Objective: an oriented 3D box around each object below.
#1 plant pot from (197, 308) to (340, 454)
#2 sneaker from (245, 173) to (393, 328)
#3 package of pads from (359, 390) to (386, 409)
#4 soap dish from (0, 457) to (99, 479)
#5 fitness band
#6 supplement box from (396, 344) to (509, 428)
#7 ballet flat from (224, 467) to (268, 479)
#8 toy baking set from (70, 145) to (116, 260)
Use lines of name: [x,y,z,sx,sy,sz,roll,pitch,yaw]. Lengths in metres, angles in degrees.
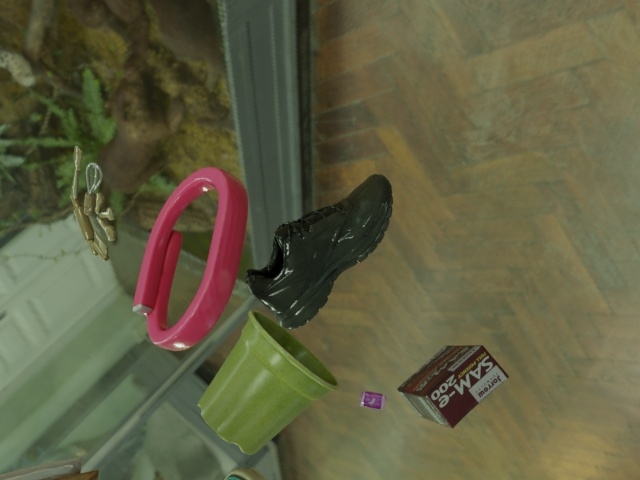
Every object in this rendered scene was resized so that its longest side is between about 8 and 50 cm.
plant pot: [-0.139,0.344,1.916,0.276,0.254,0.276,40,-178,-2]
sneaker: [0.000,0.000,1.282,0.130,0.286,0.109,41,175,-21]
package of pads: [0.101,0.310,1.596,0.050,0.032,0.083,8,169,3]
soap dish: [-0.554,0.477,1.425,0.291,0.229,0.118,-29,72,35]
fitness band: [-0.197,0.023,1.246,0.054,0.291,0.209,27,146,-34]
supplement box: [0.222,0.247,1.424,0.073,0.130,0.239,50,170,1]
ballet flat: [-0.065,0.482,1.445,0.248,0.086,0.086,33,152,30]
toy baking set: [-0.528,-0.082,1.916,0.197,0.030,0.256,-36,76,49]
